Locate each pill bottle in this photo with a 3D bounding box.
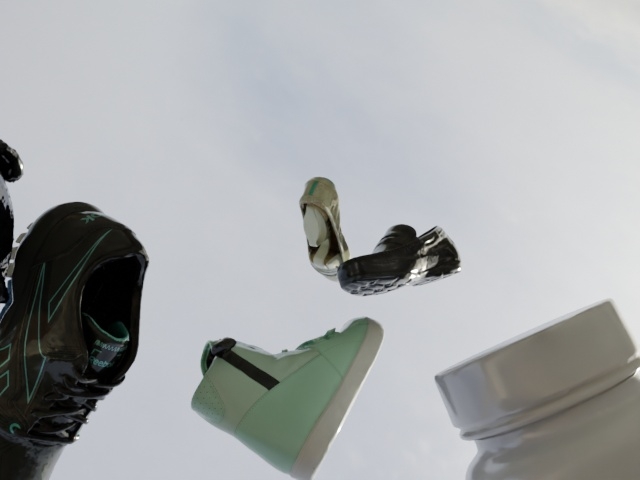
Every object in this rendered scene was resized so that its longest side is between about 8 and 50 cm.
[{"bbox_3d":[0.195,0.192,0.482,0.160,0.160,0.283,-14,-106,-39],"label":"pill bottle"}]

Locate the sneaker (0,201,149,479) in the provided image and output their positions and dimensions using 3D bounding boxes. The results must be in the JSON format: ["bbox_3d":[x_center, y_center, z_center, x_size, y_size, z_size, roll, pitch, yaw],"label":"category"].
[{"bbox_3d":[-0.211,0.102,0.575,0.106,0.267,0.101,15,179,36],"label":"sneaker"}]

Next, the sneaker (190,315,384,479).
[{"bbox_3d":[-0.030,0.114,0.727,0.151,0.094,0.256,28,-157,7],"label":"sneaker"}]

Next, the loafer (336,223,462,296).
[{"bbox_3d":[0.095,0.020,0.909,0.223,0.076,0.078,-7,-106,-49],"label":"loafer"}]

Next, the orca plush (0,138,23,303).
[{"bbox_3d":[-0.279,0.023,0.542,0.102,0.287,0.151,46,-143,21],"label":"orca plush"}]

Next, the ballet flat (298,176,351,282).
[{"bbox_3d":[0.000,0.000,0.875,0.057,0.168,0.052,8,-136,23],"label":"ballet flat"}]

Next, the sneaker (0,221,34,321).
[{"bbox_3d":[-0.271,0.060,0.728,0.071,0.190,0.083,17,169,7],"label":"sneaker"}]
